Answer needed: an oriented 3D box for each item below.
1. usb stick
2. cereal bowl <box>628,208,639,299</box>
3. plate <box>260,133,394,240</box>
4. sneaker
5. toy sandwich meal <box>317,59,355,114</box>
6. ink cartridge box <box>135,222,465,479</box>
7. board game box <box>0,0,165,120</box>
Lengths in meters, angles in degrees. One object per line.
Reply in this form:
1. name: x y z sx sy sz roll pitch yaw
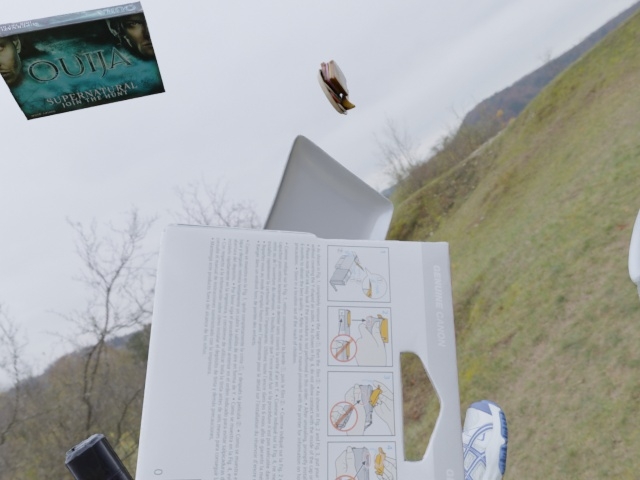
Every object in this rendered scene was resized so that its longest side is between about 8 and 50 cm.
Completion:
1. usb stick: -0.349 0.473 0.897 0.077 0.278 0.045 -33 4 -17
2. cereal bowl: 0.602 0.006 0.820 0.141 0.339 0.339 11 18 20
3. plate: 0.000 0.000 0.892 0.045 0.277 0.278 2 68 49
4. sneaker: 0.201 0.348 0.746 0.130 0.112 0.296 8 33 18
5. toy sandwich meal: 0.025 -0.226 0.747 0.029 0.086 0.085 -29 1 19
6. ink cartridge box: -0.014 0.141 0.434 0.261 0.297 0.066 4 -17 -10
7. board game box: -0.307 -0.228 0.648 0.186 0.026 0.126 -17 -31 -13
